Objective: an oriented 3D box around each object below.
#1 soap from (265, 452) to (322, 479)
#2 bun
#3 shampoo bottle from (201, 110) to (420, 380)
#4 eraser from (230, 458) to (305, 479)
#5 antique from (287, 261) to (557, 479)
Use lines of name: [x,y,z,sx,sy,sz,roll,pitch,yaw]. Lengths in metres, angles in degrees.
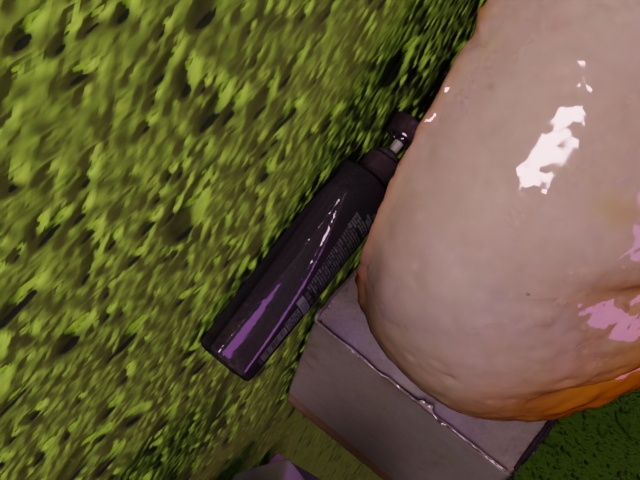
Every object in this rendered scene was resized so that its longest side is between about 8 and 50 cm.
soap: [-0.053,0.226,0.898,0.149,0.056,0.100,-49,169,-17]
bun: [0.154,-0.039,0.597,0.299,0.164,0.299,-56,168,-18]
shampoo bottle: [0.000,0.000,0.543,0.137,0.027,0.048,-52,159,-10]
eraser: [-0.037,0.246,0.742,0.052,0.095,0.225,-20,-152,24]
antique: [0.082,0.078,0.778,0.147,0.152,0.148,-46,168,-30]
